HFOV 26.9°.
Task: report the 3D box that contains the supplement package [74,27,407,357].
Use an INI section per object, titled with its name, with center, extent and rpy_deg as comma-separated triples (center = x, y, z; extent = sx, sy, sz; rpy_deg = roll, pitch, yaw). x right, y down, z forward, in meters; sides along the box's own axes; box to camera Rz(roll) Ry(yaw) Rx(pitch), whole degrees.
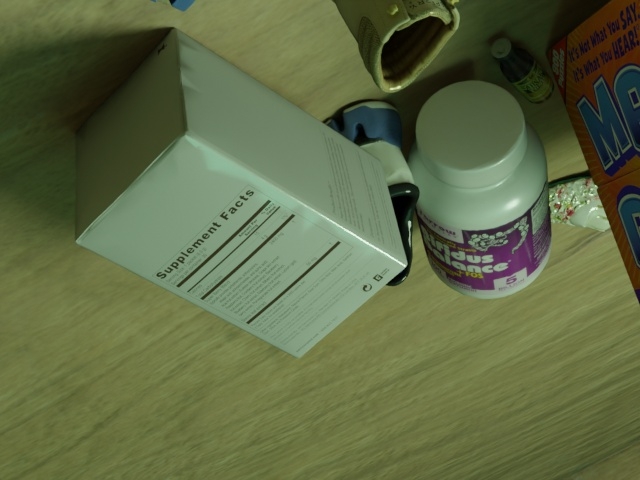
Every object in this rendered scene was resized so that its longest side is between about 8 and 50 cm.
[supplement package]
center = -0.085, -0.043, 1.375
extent = 0.293, 0.177, 0.175
rpy_deg = 31, 121, -32

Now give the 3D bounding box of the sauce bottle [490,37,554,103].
[sauce bottle]
center = 0.237, -0.201, 1.587
extent = 0.042, 0.042, 0.128
rpy_deg = -37, 149, 17

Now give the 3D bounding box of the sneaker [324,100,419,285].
[sneaker]
center = 0.001, -0.001, 1.580
extent = 0.315, 0.182, 0.127
rpy_deg = -43, 145, 26

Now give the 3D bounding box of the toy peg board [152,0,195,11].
[toy peg board]
center = -0.129, -0.266, 1.173
extent = 0.160, 0.079, 0.161
rpy_deg = -42, 146, 24

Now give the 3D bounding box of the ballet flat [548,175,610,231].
[ballet flat]
center = 0.417, -0.053, 1.918
extent = 0.241, 0.077, 0.091
rpy_deg = -9, 147, -26

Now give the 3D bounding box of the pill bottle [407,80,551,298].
[pill bottle]
center = 0.195, -0.061, 1.645
extent = 0.169, 0.169, 0.301
rpy_deg = -25, 150, -2

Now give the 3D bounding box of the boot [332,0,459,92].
[boot]
center = 0.059, -0.278, 1.170
extent = 0.095, 0.203, 0.262
rpy_deg = -11, 148, -26

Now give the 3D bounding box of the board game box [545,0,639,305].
[board game box]
center = 0.521, -0.140, 1.468
extent = 0.356, 0.356, 0.356
rpy_deg = -19, 177, -11
